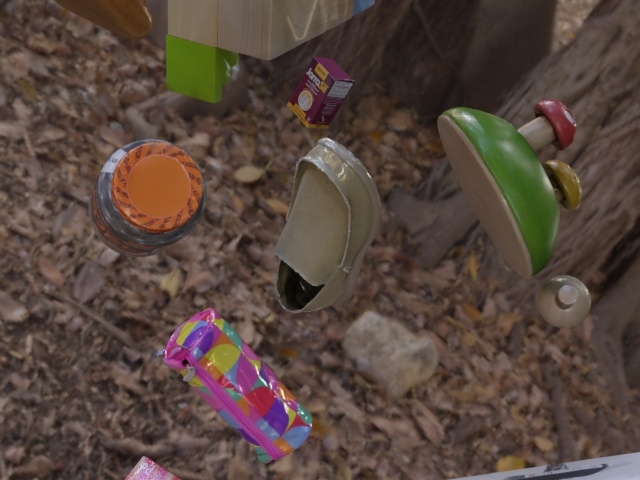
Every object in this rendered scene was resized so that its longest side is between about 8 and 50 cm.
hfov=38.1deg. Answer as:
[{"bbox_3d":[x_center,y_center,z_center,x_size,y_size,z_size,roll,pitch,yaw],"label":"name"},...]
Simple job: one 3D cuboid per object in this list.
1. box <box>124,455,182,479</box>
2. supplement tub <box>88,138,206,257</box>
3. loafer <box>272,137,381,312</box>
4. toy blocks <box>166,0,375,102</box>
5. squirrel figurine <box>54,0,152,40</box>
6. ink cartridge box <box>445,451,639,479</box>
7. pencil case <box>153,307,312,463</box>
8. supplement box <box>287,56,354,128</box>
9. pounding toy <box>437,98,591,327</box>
[{"bbox_3d":[-0.239,0.424,1.168,0.128,0.123,0.257,23,62,31],"label":"box"},{"bbox_3d":[-0.192,-0.045,1.025,0.117,0.117,0.190,30,-14,-12],"label":"supplement tub"},{"bbox_3d":[0.000,0.000,1.061,0.102,0.269,0.092,38,57,26],"label":"loafer"},{"bbox_3d":[-0.009,-0.326,0.748,0.190,0.382,0.261,18,32,22],"label":"toy blocks"},{"bbox_3d":[-0.278,-0.503,1.118,0.397,0.370,0.281,24,-19,19],"label":"squirrel figurine"},{"bbox_3d":[0.239,0.297,0.798,0.114,0.272,0.197,3,73,-67],"label":"ink cartridge box"},{"bbox_3d":[-0.113,0.199,1.249,0.236,0.104,0.104,48,21,-22],"label":"pencil case"},{"bbox_3d":[0.000,-0.202,1.275,0.043,0.083,0.055,-4,45,-46],"label":"supplement box"},{"bbox_3d":[0.217,-0.045,0.898,0.237,0.110,0.183,62,1,18],"label":"pounding toy"}]
